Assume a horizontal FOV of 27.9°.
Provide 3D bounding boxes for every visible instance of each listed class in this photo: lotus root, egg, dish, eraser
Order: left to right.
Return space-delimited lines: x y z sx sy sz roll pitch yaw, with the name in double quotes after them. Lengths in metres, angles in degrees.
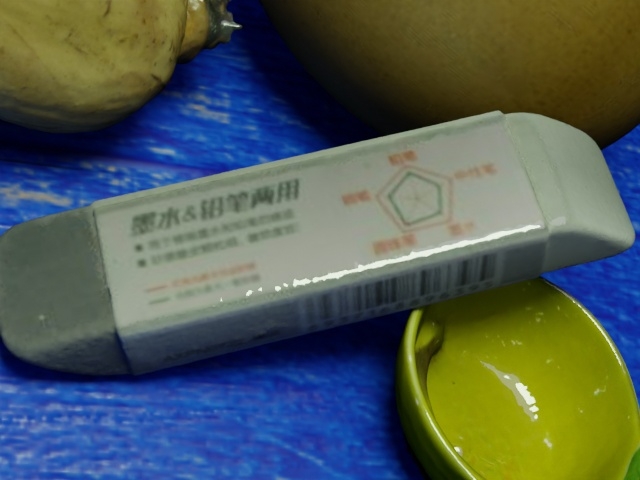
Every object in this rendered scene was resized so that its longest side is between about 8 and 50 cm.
-0.169 -0.136 0.718 0.257 0.140 0.154 11 23 -37 "lotus root"
0.000 0.000 0.708 0.352 0.061 0.089 -13 60 -5 "eraser"
0.090 -0.182 0.807 0.322 0.250 0.250 33 49 -22 "egg"
0.105 0.104 0.744 0.148 0.080 0.208 -5 60 -28 "dish"
